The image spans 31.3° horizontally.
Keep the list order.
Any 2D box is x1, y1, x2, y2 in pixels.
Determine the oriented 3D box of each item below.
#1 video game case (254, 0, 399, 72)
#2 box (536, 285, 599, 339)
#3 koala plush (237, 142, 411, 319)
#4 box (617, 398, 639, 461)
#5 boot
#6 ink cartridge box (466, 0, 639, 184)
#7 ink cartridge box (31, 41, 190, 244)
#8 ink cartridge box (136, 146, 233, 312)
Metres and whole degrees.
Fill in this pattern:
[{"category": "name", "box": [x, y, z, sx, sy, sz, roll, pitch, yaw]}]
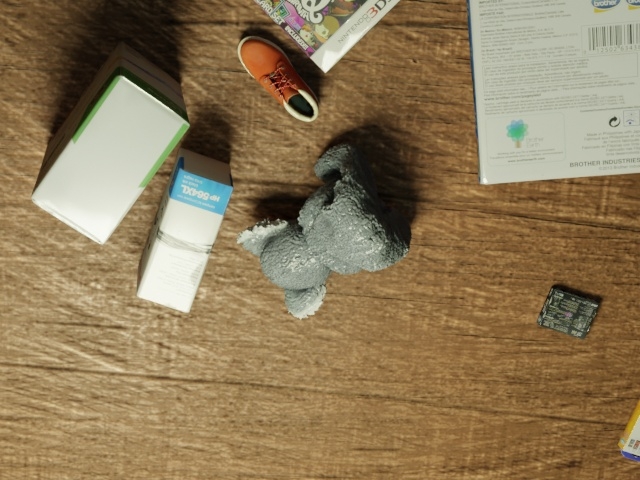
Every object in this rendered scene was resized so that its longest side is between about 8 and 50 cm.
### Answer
[{"category": "video game case", "box": [0.001, -0.389, 1.608, 0.232, 0.042, 0.210, 46, 113, -8]}, {"category": "box", "box": [0.403, 0.118, 1.861, 0.083, 0.018, 0.067, 17, 104, -11]}, {"category": "koala plush", "box": [0.000, 0.000, 1.703, 0.221, 0.203, 0.196, -29, 108, 15]}, {"category": "box", "box": [0.563, 0.317, 1.935, 0.081, 0.028, 0.136, 18, 102, -12]}, {"category": "boot", "box": [-0.058, -0.235, 1.669, 0.059, 0.084, 0.158, -44, 105, 9]}, {"category": "ink cartridge box", "box": [0.348, -0.294, 1.638, 0.270, 0.151, 0.395, -4, 106, 6]}, {"category": "ink cartridge box", "box": [-0.286, -0.142, 1.569, 0.117, 0.278, 0.201, 34, 100, -18]}, {"category": "ink cartridge box", "box": [-0.201, -0.017, 1.682, 0.086, 0.148, 0.203, 19, 103, -13]}]
